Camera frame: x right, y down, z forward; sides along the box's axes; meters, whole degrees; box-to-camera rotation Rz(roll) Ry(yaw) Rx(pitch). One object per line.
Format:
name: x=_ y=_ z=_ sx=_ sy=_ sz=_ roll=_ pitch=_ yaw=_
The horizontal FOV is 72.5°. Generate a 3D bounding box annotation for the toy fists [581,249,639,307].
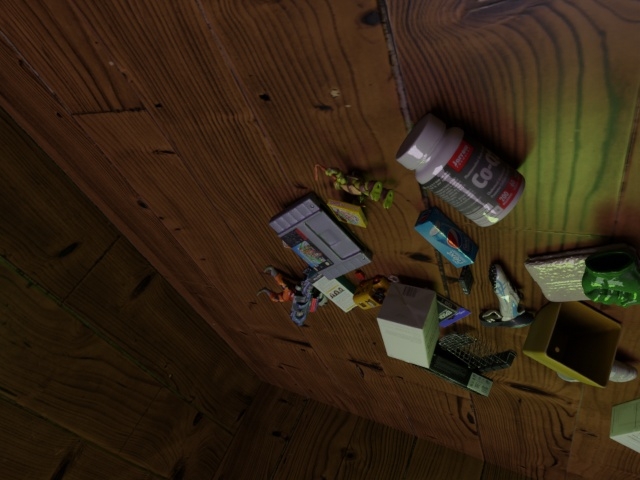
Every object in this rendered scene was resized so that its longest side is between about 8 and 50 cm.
toy fists: x=0.802 y=0.089 z=1.073 sx=0.279 sy=0.096 sz=0.142 roll=-16 pitch=126 yaw=21

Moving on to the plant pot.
plant pot: x=0.786 y=0.328 z=1.409 sx=0.212 sy=0.212 sz=0.187 roll=29 pitch=161 yaw=0

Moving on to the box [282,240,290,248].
box: x=-0.060 y=0.007 z=1.771 sx=0.206 sy=0.036 sz=0.114 roll=16 pitch=146 yaw=21

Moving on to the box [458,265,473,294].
box: x=0.495 y=0.134 z=1.478 sx=0.018 sy=0.067 sz=0.083 roll=2 pitch=140 yaw=37

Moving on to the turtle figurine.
turtle figurine: x=0.118 y=-0.158 z=1.341 sx=0.217 sy=0.087 sz=0.269 roll=21 pitch=164 yaw=42

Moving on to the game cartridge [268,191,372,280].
game cartridge: x=0.000 y=0.000 z=1.637 sx=0.230 sy=0.068 sz=0.355 roll=-31 pitch=118 yaw=32

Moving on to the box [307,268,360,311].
box: x=0.066 y=0.202 z=1.894 sx=0.100 sy=0.060 sz=0.244 roll=-37 pitch=112 yaw=27

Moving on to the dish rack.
dish rack: x=0.643 y=0.456 z=1.823 sx=0.271 sy=0.074 sz=0.208 roll=34 pitch=147 yaw=-5

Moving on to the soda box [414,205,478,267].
soda box: x=0.392 y=-0.008 z=1.356 sx=0.210 sy=0.067 sz=0.071 roll=39 pitch=147 yaw=-17

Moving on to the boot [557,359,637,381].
boot: x=0.978 y=0.468 z=1.551 sx=0.123 sy=0.095 sz=0.258 roll=17 pitch=162 yaw=-9

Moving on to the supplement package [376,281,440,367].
supplement package: x=0.348 y=0.328 z=1.686 sx=0.177 sy=0.175 sz=0.293 roll=11 pitch=142 yaw=27

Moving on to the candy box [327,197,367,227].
candy box: x=0.093 y=-0.088 z=1.438 sx=0.105 sy=0.027 sz=0.206 roll=14 pitch=172 yaw=16

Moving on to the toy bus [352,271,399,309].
toy bus: x=0.222 y=0.221 z=1.787 sx=0.190 sy=0.104 sz=0.202 roll=13 pitch=146 yaw=24

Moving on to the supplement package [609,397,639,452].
supplement package: x=1.221 y=0.681 z=1.613 sx=0.133 sy=0.139 sz=0.244 roll=26 pitch=149 yaw=8

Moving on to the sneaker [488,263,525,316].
sneaker: x=0.609 y=0.160 z=1.426 sx=0.086 sy=0.085 sz=0.237 roll=-20 pitch=125 yaw=19

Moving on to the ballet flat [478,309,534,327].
ballet flat: x=0.650 y=0.272 z=1.553 sx=0.074 sy=0.074 sz=0.203 roll=40 pitch=150 yaw=-18

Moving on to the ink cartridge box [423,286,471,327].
ink cartridge box: x=0.457 y=0.285 z=1.749 sx=0.208 sy=0.045 sz=0.206 roll=29 pitch=148 yaw=-1

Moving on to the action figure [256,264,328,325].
action figure: x=-0.107 y=0.206 z=2.039 sx=0.330 sy=0.178 sz=0.341 roll=22 pitch=119 yaw=0

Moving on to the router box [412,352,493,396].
router box: x=0.592 y=0.599 z=1.991 sx=0.308 sy=0.081 sz=0.243 roll=25 pitch=167 yaw=7

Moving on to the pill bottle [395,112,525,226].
pill bottle: x=0.338 y=-0.174 z=1.072 sx=0.283 sy=0.161 sz=0.161 roll=34 pitch=148 yaw=-8

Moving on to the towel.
towel: x=0.751 y=0.096 z=1.237 sx=0.282 sy=0.049 sz=0.187 roll=-15 pitch=126 yaw=47
